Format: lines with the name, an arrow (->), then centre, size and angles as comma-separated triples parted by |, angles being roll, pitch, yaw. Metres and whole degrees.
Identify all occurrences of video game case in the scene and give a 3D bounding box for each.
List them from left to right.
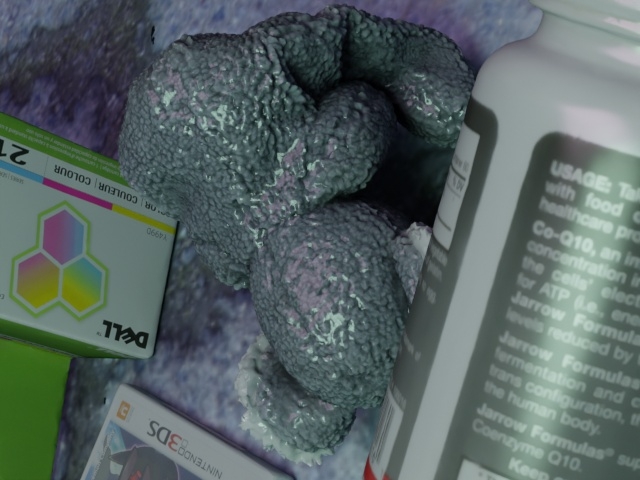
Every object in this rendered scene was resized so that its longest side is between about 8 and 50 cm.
video game case -> -0.116, 0.214, 0.894 | 0.183, 0.023, 0.201 | 20, 88, 48

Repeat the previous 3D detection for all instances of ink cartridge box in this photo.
ink cartridge box -> -0.212, 0.061, 0.937 | 0.097, 0.189, 0.255 | -5, 71, 42

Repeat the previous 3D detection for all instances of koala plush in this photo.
koala plush -> 0.000, 0.000, 0.767 | 0.196, 0.203, 0.221 | -36, 62, 30

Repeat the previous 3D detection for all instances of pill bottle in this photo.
pill bottle -> 0.128, 0.008, 0.590 | 0.161, 0.161, 0.283 | 31, 111, 47
